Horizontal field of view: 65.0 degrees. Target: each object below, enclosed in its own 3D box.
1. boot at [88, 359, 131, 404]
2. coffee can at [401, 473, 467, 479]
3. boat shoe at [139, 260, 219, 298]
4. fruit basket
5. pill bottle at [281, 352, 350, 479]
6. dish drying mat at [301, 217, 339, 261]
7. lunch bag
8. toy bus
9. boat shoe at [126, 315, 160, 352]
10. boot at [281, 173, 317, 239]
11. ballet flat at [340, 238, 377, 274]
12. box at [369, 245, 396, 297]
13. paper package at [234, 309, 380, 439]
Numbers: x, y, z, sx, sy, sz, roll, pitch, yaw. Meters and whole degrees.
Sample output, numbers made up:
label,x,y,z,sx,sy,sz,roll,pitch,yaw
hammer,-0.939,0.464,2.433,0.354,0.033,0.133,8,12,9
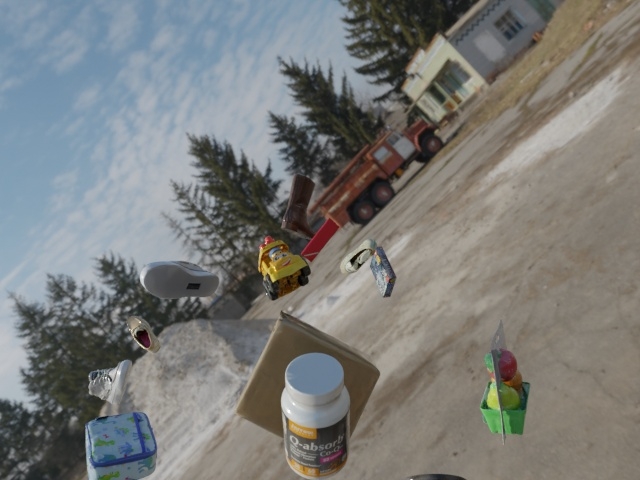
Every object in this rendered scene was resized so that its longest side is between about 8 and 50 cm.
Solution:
label,x,y,z,sx,sy,sz,roll,pitch,yaw
boot,-0.716,0.470,1.687,0.095,0.124,0.258,-82,18,-47
coffee can,0.344,0.847,1.457,0.201,0.202,0.275,-43,34,43
boat shoe,-0.368,0.094,1.275,0.095,0.084,0.258,-60,-28,0
fruit basket,0.653,0.500,1.829,0.166,0.352,0.327,-14,5,28
pill bottle,-0.011,0.412,1.183,0.162,0.162,0.278,-46,-38,-50
dish drying mat,0.000,0.000,0.904,0.083,0.032,0.008,-51,37,-1
lunch bag,-0.536,0.554,1.355,0.219,0.176,0.090,28,115,61
toy bus,-0.144,0.073,1.707,0.150,0.211,0.220,-24,-17,-16
boat shoe,-0.623,0.320,1.749,0.063,0.170,0.059,-48,-22,-8
boot,-0.023,-0.063,0.951,0.037,0.106,0.114,4,76,38
ballet flat,0.110,0.058,1.511,0.168,0.057,0.052,-52,17,36
box,0.196,0.099,1.585,0.027,0.137,0.093,-5,-45,-15
paper package,-0.038,0.413,1.433,0.309,0.325,0.168,-64,0,-1
